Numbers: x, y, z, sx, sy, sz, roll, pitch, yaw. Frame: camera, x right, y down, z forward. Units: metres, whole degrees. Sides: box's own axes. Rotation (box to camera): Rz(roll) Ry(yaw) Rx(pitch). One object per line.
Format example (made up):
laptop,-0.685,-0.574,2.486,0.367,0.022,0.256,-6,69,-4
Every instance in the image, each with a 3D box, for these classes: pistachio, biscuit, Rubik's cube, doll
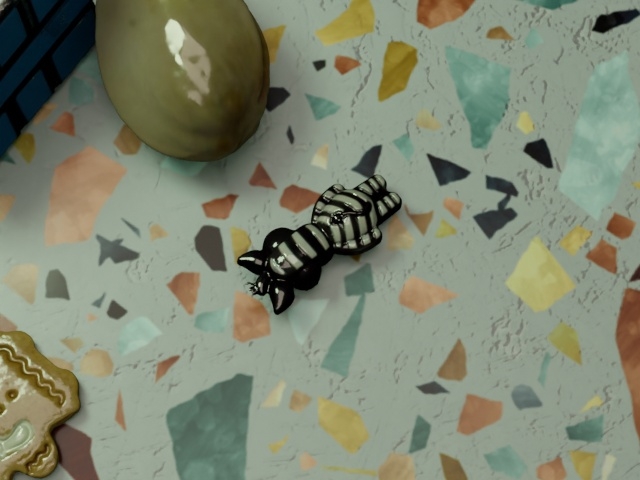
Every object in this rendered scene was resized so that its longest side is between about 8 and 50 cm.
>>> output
pistachio,-0.166,-0.224,1.711,0.197,0.166,0.288,-25,76,1
biscuit,-0.392,0.224,1.644,0.184,0.035,0.249,41,77,8
Rubik's cube,-0.454,-0.268,1.648,0.293,0.283,0.288,36,77,10
doll,0.000,0.000,1.710,0.219,0.067,0.091,-35,76,-17
